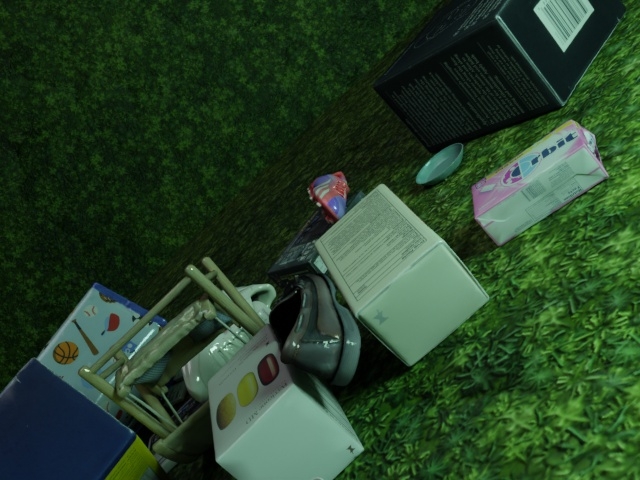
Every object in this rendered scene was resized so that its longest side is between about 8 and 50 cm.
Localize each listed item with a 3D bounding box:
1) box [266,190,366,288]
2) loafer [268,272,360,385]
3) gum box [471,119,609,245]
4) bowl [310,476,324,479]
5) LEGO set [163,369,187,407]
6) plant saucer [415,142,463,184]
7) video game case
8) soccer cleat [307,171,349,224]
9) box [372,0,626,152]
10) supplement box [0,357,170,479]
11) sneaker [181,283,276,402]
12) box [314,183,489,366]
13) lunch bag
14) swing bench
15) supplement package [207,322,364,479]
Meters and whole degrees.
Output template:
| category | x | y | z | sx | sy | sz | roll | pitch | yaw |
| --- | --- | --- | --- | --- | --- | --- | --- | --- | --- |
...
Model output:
| category | x | y | z | sx | sy | sz | roll | pitch | yaw |
| --- | --- | --- | --- | --- | --- | --- | --- | --- | --- |
| box | 0.000 | 0.000 | 1.502 | 0.183 | 0.059 | 0.233 | -17 | 30 | 53 |
| loafer | -0.028 | 0.104 | 0.903 | 0.302 | 0.095 | 0.109 | -139 | 61 | -73 |
| gum box | 0.313 | -0.087 | 0.950 | 0.188 | 0.062 | 0.107 | -36 | 18 | 26 |
| bowl | -0.015 | 0.338 | 0.697 | 0.142 | 0.053 | 0.142 | -46 | 17 | -8 |
| LEGO set | -0.248 | 0.274 | 1.491 | 0.244 | 0.060 | 0.183 | -32 | 32 | 40 |
| plant saucer | 0.248 | -0.151 | 1.347 | 0.119 | 0.021 | 0.119 | -40 | 17 | 15 |
| video game case | -0.269 | 0.373 | 1.292 | 0.190 | 0.022 | 0.173 | -44 | 16 | 2 |
| soccer cleat | 0.028 | -0.104 | 1.462 | 0.095 | 0.083 | 0.248 | -36 | 15 | 3 |
| box | 0.350 | -0.387 | 1.350 | 0.293 | 0.212 | 0.395 | -51 | 18 | -23 |
| supplement box | -0.390 | 0.363 | 1.016 | 0.194 | 0.195 | 0.357 | -52 | -15 | -27 |
| sneaker | -0.181 | 0.188 | 1.328 | 0.152 | 0.114 | 0.305 | -18 | 30 | 28 |
| box | 0.107 | 0.041 | 0.945 | 0.148 | 0.127 | 0.232 | -41 | 27 | 5 |
| lunch bag | -0.498 | 0.343 | 1.519 | 0.328 | 0.238 | 0.385 | -57 | -9 | -31 |
| swing bench | -0.204 | 0.207 | 1.100 | 0.253 | 0.255 | 0.165 | -43 | 2 | 4 |
| supplement package | -0.059 | 0.238 | 0.911 | 0.139 | 0.134 | 0.244 | -45 | 16 | -2 |
